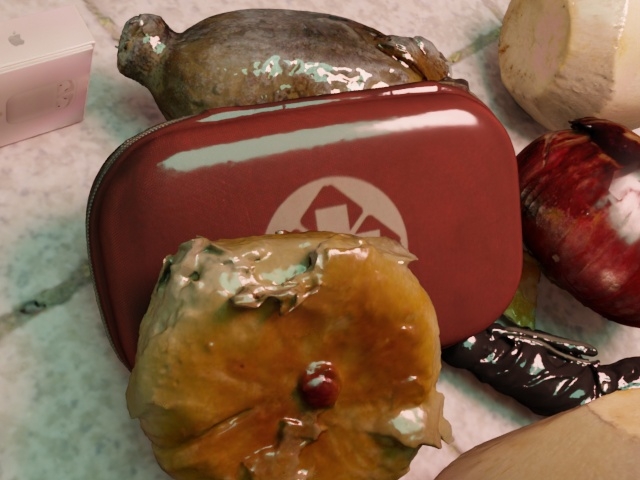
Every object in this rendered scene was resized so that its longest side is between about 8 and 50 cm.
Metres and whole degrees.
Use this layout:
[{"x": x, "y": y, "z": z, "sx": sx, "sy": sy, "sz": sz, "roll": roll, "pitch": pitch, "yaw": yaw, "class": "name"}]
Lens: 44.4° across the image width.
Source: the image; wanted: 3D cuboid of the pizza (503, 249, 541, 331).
[{"x": 0.207, "y": 0.062, "z": 0.879, "sx": 0.123, "sy": 0.026, "sz": 0.108, "roll": -13, "pitch": 73, "yaw": -29, "class": "pizza"}]

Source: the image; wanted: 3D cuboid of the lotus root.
[{"x": -0.036, "y": -0.153, "z": 0.817, "sx": 0.350, "sy": 0.175, "sz": 0.174, "roll": 3, "pitch": 64, "yaw": -17, "class": "lotus root"}]

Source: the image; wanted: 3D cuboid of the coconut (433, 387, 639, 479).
[{"x": 0.225, "y": 0.280, "z": 0.595, "sx": 0.353, "sy": 0.352, "sz": 0.352, "roll": 9, "pitch": 62, "yaw": -17, "class": "coconut"}]

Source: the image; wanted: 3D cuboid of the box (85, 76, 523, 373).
[{"x": 0.000, "y": 0.000, "z": 0.711, "sx": 0.404, "sy": 0.108, "sz": 0.263, "roll": -12, "pitch": 103, "yaw": -16, "class": "box"}]

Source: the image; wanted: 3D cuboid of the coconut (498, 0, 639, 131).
[{"x": 0.349, "y": -0.245, "z": 0.983, "sx": 0.241, "sy": 0.241, "sz": 0.241, "roll": 9, "pitch": 62, "yaw": -17, "class": "coconut"}]

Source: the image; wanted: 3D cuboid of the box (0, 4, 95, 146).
[{"x": -0.285, "y": -0.146, "z": 0.732, "sx": 0.129, "sy": 0.130, "sz": 0.051, "roll": -26, "pitch": 78, "yaw": -30, "class": "box"}]

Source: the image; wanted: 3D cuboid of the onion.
[{"x": 0.317, "y": -0.025, "z": 0.856, "sx": 0.246, "sy": 0.190, "sz": 0.246, "roll": 44, "pitch": 18, "yaw": -18, "class": "onion"}]

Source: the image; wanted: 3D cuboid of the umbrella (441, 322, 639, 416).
[{"x": 0.296, "y": 0.159, "z": 0.815, "sx": 0.358, "sy": 0.106, "sz": 0.113, "roll": 23, "pitch": 39, "yaw": -6, "class": "umbrella"}]

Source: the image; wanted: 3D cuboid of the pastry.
[{"x": -0.019, "y": 0.109, "z": 0.605, "sx": 0.257, "sy": 0.121, "sz": 0.235, "roll": -2, "pitch": 105, "yaw": -19, "class": "pastry"}]
